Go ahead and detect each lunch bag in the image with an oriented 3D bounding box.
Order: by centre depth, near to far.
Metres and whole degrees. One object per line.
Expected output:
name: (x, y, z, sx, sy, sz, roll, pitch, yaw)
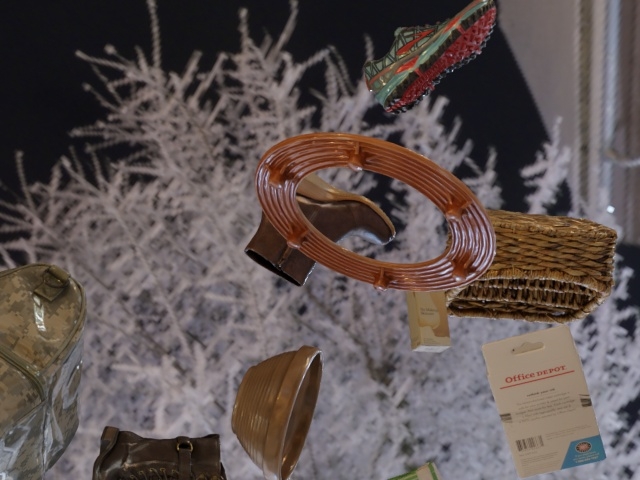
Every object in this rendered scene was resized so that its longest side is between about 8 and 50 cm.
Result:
lunch bag: (-0.428, 0.198, 1.523, 0.256, 0.212, 0.305, -42, -21, -40)

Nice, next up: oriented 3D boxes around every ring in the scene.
ring: (0.066, -0.022, 1.492, 0.337, 0.336, 0.032, 62, -139, -48)

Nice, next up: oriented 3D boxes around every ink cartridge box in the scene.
ink cartridge box: (0.250, 0.171, 1.275, 0.104, 0.060, 0.180, -15, -70, 10)

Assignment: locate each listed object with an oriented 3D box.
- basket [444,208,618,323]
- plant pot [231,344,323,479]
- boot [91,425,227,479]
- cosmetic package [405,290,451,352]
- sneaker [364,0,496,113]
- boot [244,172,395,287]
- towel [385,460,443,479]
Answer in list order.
basket: (0.389, 0.067, 2.101, 0.299, 0.213, 0.223, 6, -81, -11)
plant pot: (-0.080, 0.283, 1.893, 0.237, 0.109, 0.237, 14, -90, -79)
boot: (-0.275, 0.408, 1.942, 0.228, 0.263, 0.091, 8, -59, -6)
cosmetic package: (0.184, 0.131, 1.930, 0.060, 0.115, 0.041, 3, -22, -23)
sneaker: (0.182, -0.345, 1.939, 0.262, 0.125, 0.104, -39, -29, 0)
boot: (0.000, 0.000, 1.979, 0.248, 0.090, 0.207, 31, -119, -15)
towel: (0.112, 0.577, 2.055, 0.324, 0.248, 0.038, -24, -13, -8)
